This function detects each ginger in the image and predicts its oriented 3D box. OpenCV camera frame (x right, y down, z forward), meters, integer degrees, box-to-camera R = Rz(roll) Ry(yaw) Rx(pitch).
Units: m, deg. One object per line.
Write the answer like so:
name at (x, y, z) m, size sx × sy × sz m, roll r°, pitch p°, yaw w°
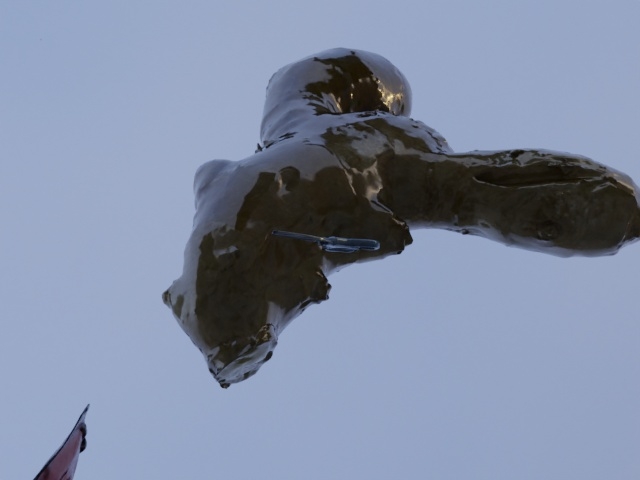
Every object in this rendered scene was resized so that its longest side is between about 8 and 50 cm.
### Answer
ginger at (0.012, -0.062, 0.566) m, size 0.348 × 0.363 × 0.122 m, roll -13°, pitch -47°, yaw -30°

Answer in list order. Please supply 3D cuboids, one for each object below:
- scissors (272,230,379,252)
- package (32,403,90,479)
scissors at (0.000, 0.000, 0.395) m, size 0.083 × 0.036 × 0.006 m, roll 11°, pitch -102°, yaw -53°
package at (-0.279, 0.285, 0.700) m, size 0.071 × 0.194 × 0.269 m, roll 23°, pitch -40°, yaw -13°
